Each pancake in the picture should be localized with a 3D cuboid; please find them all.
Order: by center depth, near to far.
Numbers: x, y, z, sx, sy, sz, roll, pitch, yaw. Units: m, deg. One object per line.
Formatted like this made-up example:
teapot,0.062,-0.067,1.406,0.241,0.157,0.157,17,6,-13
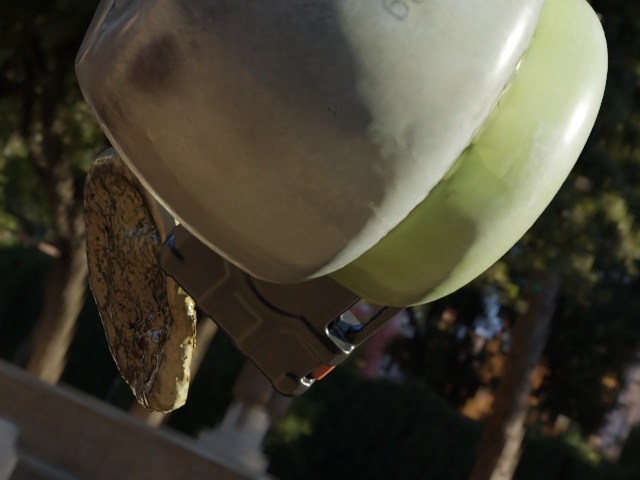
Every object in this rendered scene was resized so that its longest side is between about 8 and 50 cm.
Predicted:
pancake,-0.225,0.049,2.134,0.065,0.356,0.356,-11,7,-27

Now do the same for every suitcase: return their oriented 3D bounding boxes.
suitcase,0.000,0.000,1.587,0.206,0.285,0.066,47,30,-5

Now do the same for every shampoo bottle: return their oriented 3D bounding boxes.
shampoo bottle,0.009,-0.132,1.156,0.317,0.322,0.322,35,-14,-22
